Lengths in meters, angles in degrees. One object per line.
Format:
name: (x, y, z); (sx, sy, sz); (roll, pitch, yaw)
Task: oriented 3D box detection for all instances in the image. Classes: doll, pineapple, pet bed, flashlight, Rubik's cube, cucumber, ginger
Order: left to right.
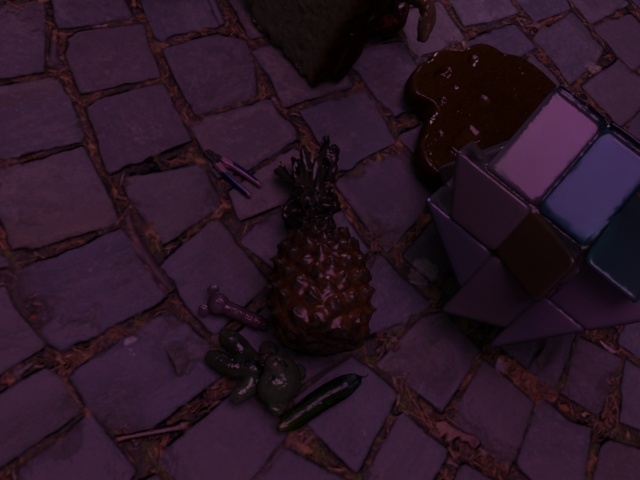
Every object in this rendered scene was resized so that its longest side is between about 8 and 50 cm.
flashlight: (-0.132, 0.111, 1.056); (0.110, 0.031, 0.052); (25, 87, -8)
doll: (-0.097, 0.189, 1.012); (0.150, 0.077, 0.115); (25, 51, 8)
pineapple: (0.000, 0.000, 1.072); (0.175, 0.175, 0.361); (9, 62, -12)
cucumber: (0.002, 0.242, 1.032); (0.168, 0.039, 0.039); (-29, 77, -23)
pet bed: (0.097, -0.495, 1.357); (0.201, 0.053, 0.201); (14, 60, -26)
ginger: (0.147, -0.513, 1.326); (0.089, 0.075, 0.288); (-19, 73, -45)
Rubik's cube: (0.363, -0.035, 1.077); (0.387, 0.368, 0.358); (41, 32, 10)

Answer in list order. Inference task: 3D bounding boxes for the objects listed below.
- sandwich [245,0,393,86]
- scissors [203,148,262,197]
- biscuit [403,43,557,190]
sandwich: (-0.026, -0.477, 1.216); (0.131, 0.262, 0.325); (-37, 81, -32)
scissors: (-0.153, -0.118, 1.159); (0.113, 0.012, 0.039); (38, 62, 2)
biscuit: (0.325, -0.220, 1.310); (0.381, 0.074, 0.359); (-32, 77, -23)
